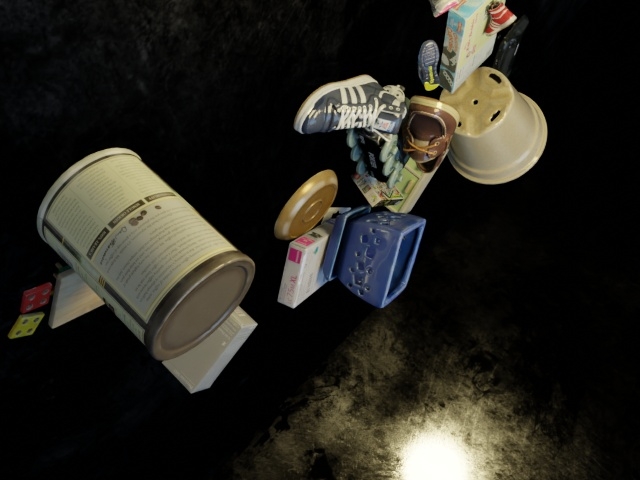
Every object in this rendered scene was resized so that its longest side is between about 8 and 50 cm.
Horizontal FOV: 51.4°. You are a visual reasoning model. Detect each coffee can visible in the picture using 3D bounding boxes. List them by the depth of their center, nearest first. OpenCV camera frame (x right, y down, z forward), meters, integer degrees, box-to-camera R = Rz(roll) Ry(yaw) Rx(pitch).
[{"bbox_3d":[-0.267,0.017,1.026,0.201,0.275,0.201,-43,162,-17],"label":"coffee can"}]

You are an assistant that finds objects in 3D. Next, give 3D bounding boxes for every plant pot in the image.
[{"bbox_3d":[-0.030,-0.086,1.791,0.236,0.032,0.236,-43,163,-17],"label":"plant pot"},{"bbox_3d":[0.146,0.028,1.898,0.236,0.212,0.236,-28,135,-63],"label":"plant pot"},{"bbox_3d":[0.518,-0.378,2.091,0.334,0.334,0.305,-51,152,7],"label":"plant pot"}]

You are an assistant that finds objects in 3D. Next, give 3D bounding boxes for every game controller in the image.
[{"bbox_3d":[0.611,-0.608,2.218,0.166,0.067,0.319,-59,167,-19],"label":"game controller"}]

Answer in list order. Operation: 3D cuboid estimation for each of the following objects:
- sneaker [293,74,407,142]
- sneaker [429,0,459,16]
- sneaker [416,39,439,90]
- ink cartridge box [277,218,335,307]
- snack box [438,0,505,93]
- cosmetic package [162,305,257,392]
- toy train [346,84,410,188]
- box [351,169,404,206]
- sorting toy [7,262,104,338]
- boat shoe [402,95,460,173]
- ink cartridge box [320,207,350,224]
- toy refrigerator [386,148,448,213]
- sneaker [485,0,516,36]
[{"bbox_3d":[0.079,-0.272,1.456,0.282,0.153,0.099,-33,156,-42],"label":"sneaker"},{"bbox_3d":[0.267,-0.547,1.485,0.063,0.074,0.170,-27,-170,16],"label":"sneaker"},{"bbox_3d":[0.273,-0.458,1.717,0.053,0.059,0.144,-15,140,-3],"label":"sneaker"},{"bbox_3d":[-0.013,0.053,1.910,0.311,0.065,0.185,-30,138,-58],"label":"ink cartridge box"},{"bbox_3d":[0.410,-0.560,1.803,0.187,0.060,0.322,-46,162,-13],"label":"snack box"},{"bbox_3d":[-0.292,0.272,1.758,0.238,0.127,0.107,-53,163,8],"label":"cosmetic package"},{"bbox_3d":[0.171,-0.270,1.741,0.190,0.142,0.334,-60,162,-10],"label":"toy train"},{"bbox_3d":[0.174,-0.157,1.990,0.036,0.114,0.207,-39,168,23],"label":"box"},{"bbox_3d":[-0.422,0.075,1.157,0.274,0.046,0.132,-30,155,-47],"label":"sorting toy"},{"bbox_3d":[0.265,-0.249,1.644,0.342,0.123,0.123,53,55,-78],"label":"boat shoe"},{"bbox_3d":[0.000,0.000,2.051,0.189,0.066,0.232,-6,114,-65],"label":"ink cartridge box"},{"bbox_3d":[0.302,-0.215,2.203,0.094,0.102,0.269,-27,153,-50],"label":"toy refrigerator"},{"bbox_3d":[0.449,-0.574,1.717,0.042,0.067,0.118,-48,-168,-15],"label":"sneaker"}]
